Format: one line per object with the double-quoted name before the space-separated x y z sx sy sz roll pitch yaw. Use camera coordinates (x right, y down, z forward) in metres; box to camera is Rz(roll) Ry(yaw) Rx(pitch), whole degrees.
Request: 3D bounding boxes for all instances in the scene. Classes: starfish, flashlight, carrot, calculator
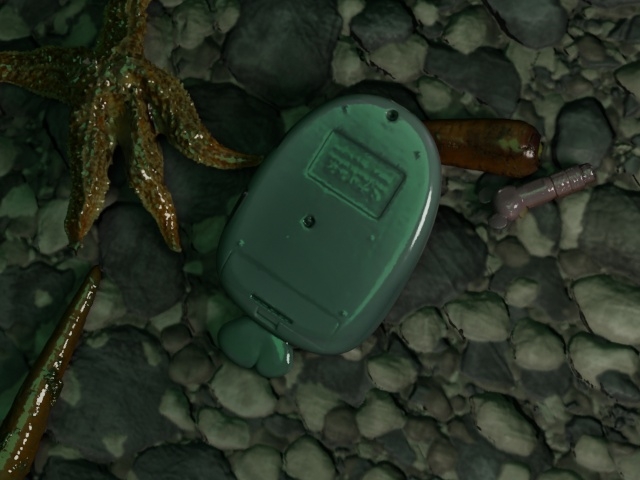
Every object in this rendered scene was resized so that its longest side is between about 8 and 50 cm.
"starfish" -0.214 -0.119 1.438 0.301 0.084 0.294 -26 75 4
"flashlight" 0.207 -0.045 1.356 0.110 0.031 0.052 -20 52 5
"carrot" -0.275 0.140 1.431 0.049 0.049 0.254 22 82 15
"carrot" 0.132 -0.092 1.371 0.161 0.055 0.055 6 82 21
"calculator" 0.000 0.000 1.370 0.185 0.041 0.299 35 98 16
